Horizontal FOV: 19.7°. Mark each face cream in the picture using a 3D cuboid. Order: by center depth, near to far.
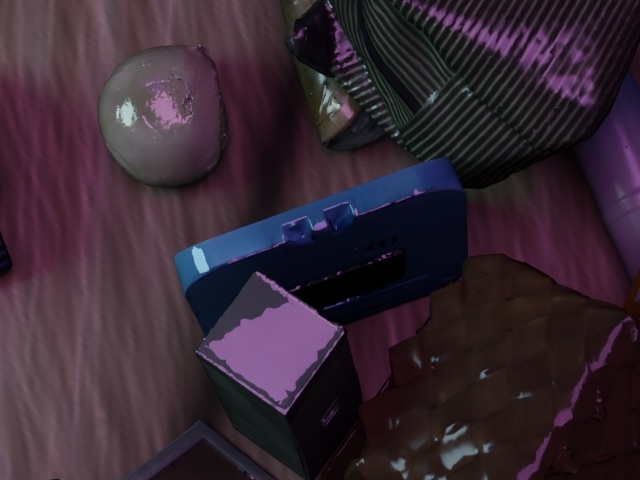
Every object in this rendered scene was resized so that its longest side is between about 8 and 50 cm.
[{"bbox_3d":[0.277,-0.029,1.574,0.077,0.077,0.250,-21,74,-3],"label":"face cream"}]

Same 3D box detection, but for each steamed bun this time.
[{"bbox_3d":[-0.140,-0.114,1.620,0.112,0.091,0.130,-4,73,4],"label":"steamed bun"}]

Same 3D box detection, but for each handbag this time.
[{"bbox_3d":[0.143,-0.234,1.538,0.240,0.247,0.341,32,69,-13],"label":"handbag"}]

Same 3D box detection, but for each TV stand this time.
[{"bbox_3d":[-0.026,0.112,1.450,0.088,0.269,0.083,35,79,13],"label":"TV stand"}]

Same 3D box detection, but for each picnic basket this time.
[{"bbox_3d":[0.156,0.161,1.443,0.321,0.291,0.254,17,70,52],"label":"picnic basket"}]

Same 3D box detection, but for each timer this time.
[{"bbox_3d":[0.000,0.000,1.494,0.231,0.250,0.091,-19,74,-3],"label":"timer"}]

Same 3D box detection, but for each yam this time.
[{"bbox_3d":[-0.009,-0.261,1.665,0.083,0.083,0.372,-14,73,-1],"label":"yam"}]

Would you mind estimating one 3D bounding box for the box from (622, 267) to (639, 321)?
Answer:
[{"bbox_3d":[0.447,-0.059,1.501,0.264,0.116,0.415,29,76,-17],"label":"box"}]

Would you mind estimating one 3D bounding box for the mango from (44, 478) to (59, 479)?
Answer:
[{"bbox_3d":[-0.178,0.303,1.480,0.156,0.151,0.249,-19,63,-35],"label":"mango"}]

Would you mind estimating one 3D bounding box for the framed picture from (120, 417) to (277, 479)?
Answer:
[{"bbox_3d":[-0.053,0.270,1.468,0.274,0.217,0.017,38,124,15],"label":"framed picture"}]

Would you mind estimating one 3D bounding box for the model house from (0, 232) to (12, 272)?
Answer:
[{"bbox_3d":[-0.374,-0.036,1.608,0.193,0.170,0.211,-19,101,-9],"label":"model house"}]
